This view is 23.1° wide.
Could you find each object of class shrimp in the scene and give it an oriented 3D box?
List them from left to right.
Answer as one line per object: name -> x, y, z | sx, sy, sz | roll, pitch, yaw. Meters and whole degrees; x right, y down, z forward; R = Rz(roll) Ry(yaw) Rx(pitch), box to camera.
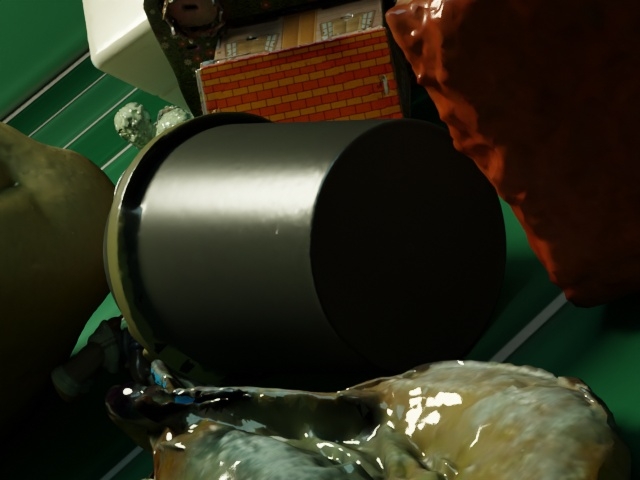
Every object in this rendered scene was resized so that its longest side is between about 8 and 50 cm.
shrimp -> 0.002, 0.134, 0.932 | 0.221, 0.110, 0.446 | -44, 29, -24

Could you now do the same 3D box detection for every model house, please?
model house -> -0.016, -0.164, 1.492 | 0.294, 0.207, 0.154 | -11, 45, 13

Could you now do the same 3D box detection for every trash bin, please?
trash bin -> -0.038, 0.006, 1.175 | 0.214, 0.214, 0.334 | -46, 25, -26

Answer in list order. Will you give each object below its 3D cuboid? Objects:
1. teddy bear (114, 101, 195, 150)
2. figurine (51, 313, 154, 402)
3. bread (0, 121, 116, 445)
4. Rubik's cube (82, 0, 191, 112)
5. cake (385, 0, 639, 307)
teddy bear -> -0.127, -0.128, 1.862 | 0.213, 0.111, 0.133 | -21, 28, -36
figurine -> -0.140, 0.082, 1.373 | 0.197, 0.093, 0.147 | -44, -5, 5
bread -> -0.365, 0.055, 1.417 | 0.376, 0.348, 0.253 | -50, 39, 44
Rubik's cube -> -0.068, -0.321, 1.700 | 0.291, 0.290, 0.291 | -32, 56, 29
cake -> 0.236, -0.156, 0.971 | 0.269, 0.270, 0.319 | -22, 25, 39
